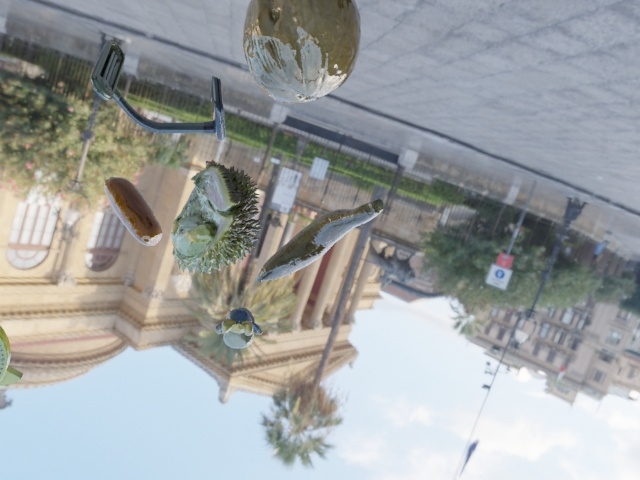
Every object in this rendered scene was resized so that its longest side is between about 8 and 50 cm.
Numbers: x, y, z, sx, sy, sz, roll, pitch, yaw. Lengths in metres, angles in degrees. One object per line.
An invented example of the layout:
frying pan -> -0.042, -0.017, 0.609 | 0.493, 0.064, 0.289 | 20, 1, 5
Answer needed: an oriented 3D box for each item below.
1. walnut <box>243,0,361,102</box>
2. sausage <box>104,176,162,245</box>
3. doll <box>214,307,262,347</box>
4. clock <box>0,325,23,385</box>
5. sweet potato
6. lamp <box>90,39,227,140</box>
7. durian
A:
walnut -> -0.048, -0.508, 1.310 | 0.333, 0.332, 0.333 | 19, -172, -3
sausage -> -0.539, -0.087, 1.536 | 0.238, 0.098, 0.098 | 52, -165, 10
doll -> -0.173, 0.188, 1.135 | 0.102, 0.088, 0.179 | 6, 176, 0
clock -> -0.902, 0.288, 1.276 | 0.293, 0.277, 0.071 | 62, 170, -25
sweet potato -> 0.003, -0.005, 1.225 | 0.079, 0.346, 0.108 | 50, -159, -18
lamp -> -0.340, -0.329, 1.163 | 0.284, 0.124, 0.203 | 6, -127, -20
durian -> -0.141, -0.035, 0.723 | 0.102, 0.146, 0.208 | 29, -149, -39
